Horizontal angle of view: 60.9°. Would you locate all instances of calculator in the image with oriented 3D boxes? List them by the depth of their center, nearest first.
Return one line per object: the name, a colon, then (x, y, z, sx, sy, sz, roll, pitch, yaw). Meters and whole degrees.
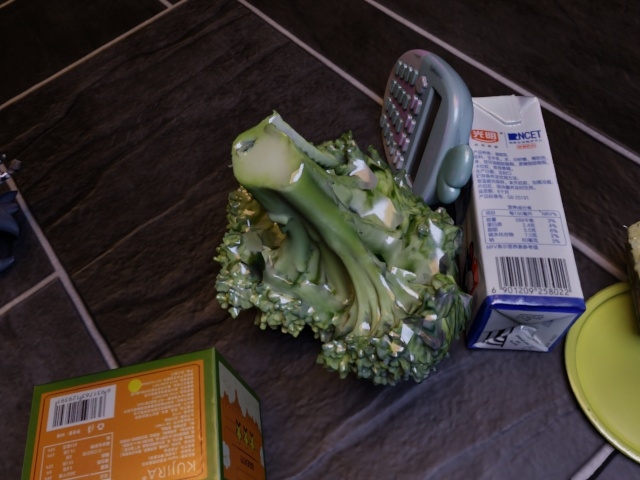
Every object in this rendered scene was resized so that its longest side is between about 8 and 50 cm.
calculator: (0.143, -0.154, 0.751, 0.041, 0.185, 0.298, 2, 36, -16)

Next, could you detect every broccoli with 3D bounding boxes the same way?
broccoli: (-0.004, 0.016, 0.633, 0.249, 0.302, 0.375, -50, 51, 27)

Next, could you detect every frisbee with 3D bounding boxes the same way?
frisbee: (0.398, 0.148, 0.612, 0.236, 0.017, 0.235, -5, 57, 8)

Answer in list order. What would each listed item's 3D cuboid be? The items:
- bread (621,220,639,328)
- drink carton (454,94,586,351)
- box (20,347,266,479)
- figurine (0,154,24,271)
bread: (0.443, 0.046, 0.597, 0.196, 0.102, 0.138, -2, 55, 14)
drink carton: (0.231, -0.030, 0.689, 0.107, 0.130, 0.314, 1, 58, 2)
box: (-0.172, 0.229, 0.577, 0.195, 0.177, 0.148, -13, 55, 3)
figurine: (-0.587, -0.024, 0.830, 0.265, 0.175, 0.197, -11, 61, 13)
